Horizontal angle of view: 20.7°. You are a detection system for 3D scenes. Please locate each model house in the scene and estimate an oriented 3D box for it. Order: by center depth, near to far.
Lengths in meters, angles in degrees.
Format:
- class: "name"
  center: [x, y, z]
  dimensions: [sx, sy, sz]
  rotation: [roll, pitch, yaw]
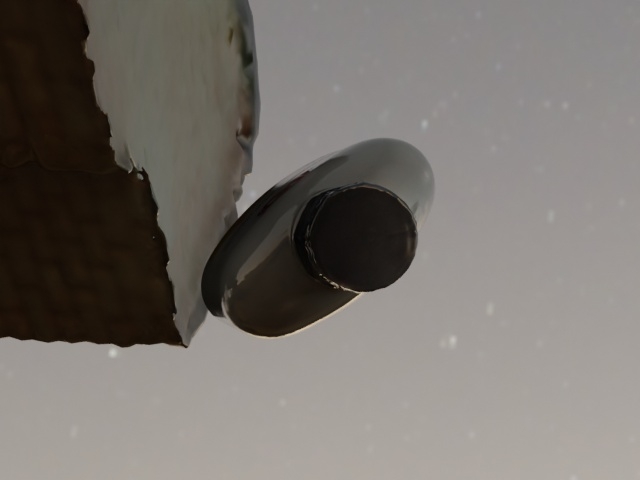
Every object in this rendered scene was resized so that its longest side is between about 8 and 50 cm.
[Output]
- class: "model house"
  center: [-0.285, -0.165, 1.347]
  dimensions: [0.400, 0.395, 0.445]
  rotation: [-1, -49, 10]

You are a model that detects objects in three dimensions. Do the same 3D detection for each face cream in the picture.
- class: "face cream"
  center: [0.000, 0.000, 0.974]
  dimensions: [0.071, 0.144, 0.291]
  rotation: [48, -4, -6]
